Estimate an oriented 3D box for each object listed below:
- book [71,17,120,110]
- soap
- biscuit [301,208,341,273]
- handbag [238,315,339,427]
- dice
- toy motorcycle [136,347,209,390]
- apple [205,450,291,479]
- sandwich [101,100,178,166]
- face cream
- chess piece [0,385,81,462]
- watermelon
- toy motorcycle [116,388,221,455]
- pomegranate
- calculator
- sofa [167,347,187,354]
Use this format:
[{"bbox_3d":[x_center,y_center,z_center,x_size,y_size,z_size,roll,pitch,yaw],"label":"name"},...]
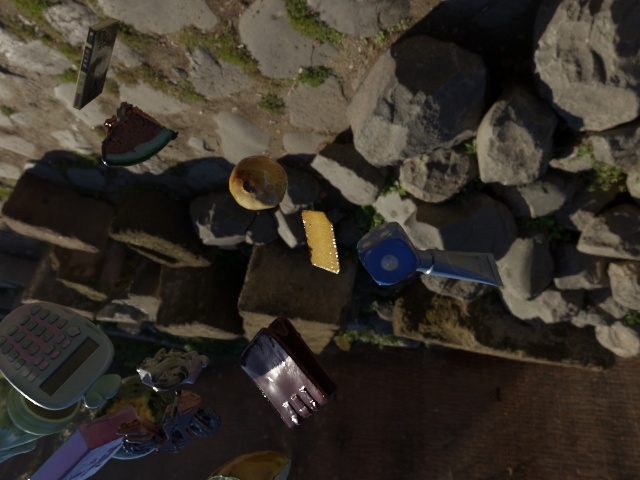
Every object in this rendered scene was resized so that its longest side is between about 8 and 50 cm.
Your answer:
[{"bbox_3d":[-0.619,-0.488,1.141,0.026,0.161,0.231,24,123,-18],"label":"book"},{"bbox_3d":[-0.651,0.591,1.161,0.259,0.081,0.181,-44,162,14],"label":"soap"},{"bbox_3d":[0.000,0.000,1.551,0.013,0.232,0.237,-16,-166,-26],"label":"biscuit"},{"bbox_3d":[-0.102,0.389,1.206,0.084,0.275,0.260,-28,159,-47],"label":"handbag"},{"bbox_3d":[0.201,0.035,1.215,0.146,0.146,0.143,-31,104,17],"label":"dice"},{"bbox_3d":[-0.358,0.314,1.023,0.152,0.073,0.225,-11,-176,-36],"label":"toy motorcycle"},{"bbox_3d":[-0.199,0.690,1.083,0.254,0.346,0.179,11,-159,-22],"label":"apple"},{"bbox_3d":[-0.703,-0.392,1.556,0.292,0.109,0.212,-39,117,10],"label":"sandwich"},{"bbox_3d":[0.451,0.081,1.411,0.385,0.135,0.086,7,145,-18],"label":"face cream"},{"bbox_3d":[-0.800,0.497,1.095,0.298,0.176,0.176,-42,144,8],"label":"chess piece"},{"bbox_3d":[-0.627,0.592,1.397,0.269,0.269,0.269,4,158,2],"label":"watermelon"},{"bbox_3d":[-0.323,0.381,0.871,0.212,0.118,0.084,-17,-159,0],"label":"toy motorcycle"},{"bbox_3d":[-0.277,-0.254,1.851,0.264,0.264,0.264,4,158,2],"label":"pomegranate"},{"bbox_3d":[-0.575,0.257,0.911,0.299,0.185,0.041,35,153,2],"label":"calculator"},{"bbox_3d":[-0.670,0.584,1.981,0.085,0.060,0.147,-46,127,12],"label":"sofa"}]
